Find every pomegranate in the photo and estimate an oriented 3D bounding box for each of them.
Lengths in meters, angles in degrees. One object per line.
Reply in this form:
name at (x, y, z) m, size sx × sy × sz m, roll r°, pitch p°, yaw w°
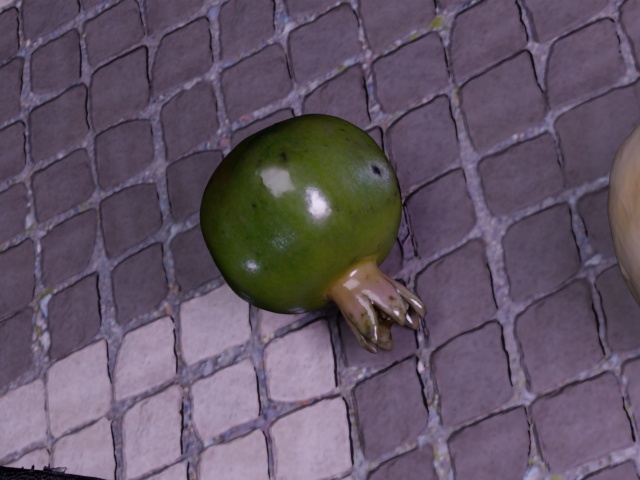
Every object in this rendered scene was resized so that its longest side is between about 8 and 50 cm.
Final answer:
pomegranate at (0.001, 0.000, 1.687) m, size 0.187 × 0.187 × 0.225 m, roll -41°, pitch 72°, yaw 11°

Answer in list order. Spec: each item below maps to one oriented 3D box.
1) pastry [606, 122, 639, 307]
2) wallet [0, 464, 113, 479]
pastry at (0.333, -0.013, 1.386) m, size 0.265 × 0.265 × 0.133 m, roll -22°, pitch 52°, yaw 26°
wallet at (-0.282, 0.320, 1.785) m, size 0.262 × 0.071 × 0.221 m, roll 1°, pitch 71°, yaw 41°
